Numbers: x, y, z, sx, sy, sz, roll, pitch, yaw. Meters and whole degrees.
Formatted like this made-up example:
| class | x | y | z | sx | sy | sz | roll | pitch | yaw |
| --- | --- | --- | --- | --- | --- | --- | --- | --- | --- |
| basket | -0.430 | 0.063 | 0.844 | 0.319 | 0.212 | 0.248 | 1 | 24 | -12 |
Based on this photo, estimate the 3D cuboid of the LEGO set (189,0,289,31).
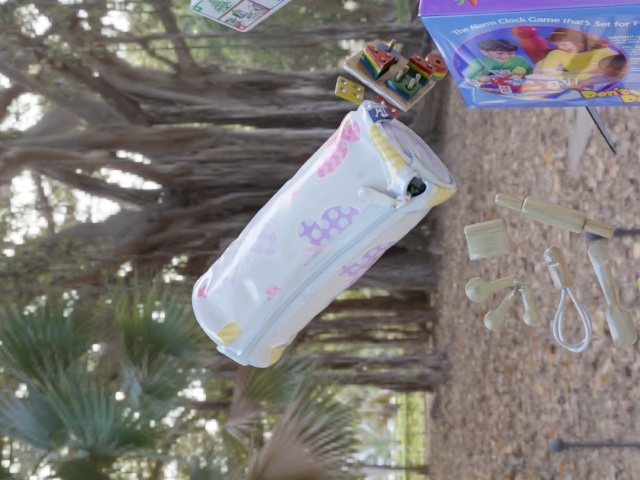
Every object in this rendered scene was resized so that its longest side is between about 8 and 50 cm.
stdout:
| class | x | y | z | sx | sy | sz | roll | pitch | yaw |
| --- | --- | --- | --- | --- | --- | --- | --- | --- | --- |
| LEGO set | -0.048 | -0.217 | 0.468 | 0.244 | 0.182 | 0.060 | -19 | 64 | 48 |

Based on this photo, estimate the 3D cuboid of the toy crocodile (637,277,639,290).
| class | x | y | z | sx | sy | sz | roll | pitch | yaw |
| --- | --- | --- | --- | --- | --- | --- | --- | --- | --- |
| toy crocodile | 0.226 | 0.070 | 0.378 | 0.340 | 0.115 | 0.105 | 35 | -139 | -56 |

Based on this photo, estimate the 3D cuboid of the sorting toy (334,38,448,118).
| class | x | y | z | sx | sy | sz | roll | pitch | yaw |
| --- | --- | --- | --- | --- | --- | --- | --- | --- | --- |
| sorting toy | 0.123 | -0.291 | 1.387 | 0.274 | 0.132 | 0.046 | -45 | -11 | -48 |

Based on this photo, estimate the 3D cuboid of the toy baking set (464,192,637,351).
| class | x | y | z | sx | sy | sz | roll | pitch | yaw |
| --- | --- | --- | --- | --- | --- | --- | --- | --- | --- |
| toy baking set | 0.317 | 0.046 | 1.130 | 0.030 | 0.256 | 0.196 | -17 | -60 | -66 |

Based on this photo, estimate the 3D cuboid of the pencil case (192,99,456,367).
| class | x | y | z | sx | sy | sz | roll | pitch | yaw |
| --- | --- | --- | --- | --- | --- | --- | --- | --- | --- |
| pencil case | 0.000 | 0.000 | 0.767 | 0.113 | 0.273 | 0.124 | 29 | -153 | -37 |

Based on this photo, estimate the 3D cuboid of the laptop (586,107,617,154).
| class | x | y | z | sx | sy | sz | roll | pitch | yaw |
| --- | --- | --- | --- | --- | --- | --- | --- | --- | --- |
| laptop | 0.417 | -0.423 | 1.246 | 0.382 | 0.236 | 0.408 | -94 | 23 | -43 |

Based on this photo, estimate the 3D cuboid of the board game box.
| class | x | y | z | sx | sy | sz | roll | pitch | yaw |
| --- | --- | --- | --- | --- | --- | --- | --- | --- | --- |
| board game box | 0.303 | -0.220 | 0.855 | 0.233 | 0.347 | 0.078 | 34 | -118 | -63 |
